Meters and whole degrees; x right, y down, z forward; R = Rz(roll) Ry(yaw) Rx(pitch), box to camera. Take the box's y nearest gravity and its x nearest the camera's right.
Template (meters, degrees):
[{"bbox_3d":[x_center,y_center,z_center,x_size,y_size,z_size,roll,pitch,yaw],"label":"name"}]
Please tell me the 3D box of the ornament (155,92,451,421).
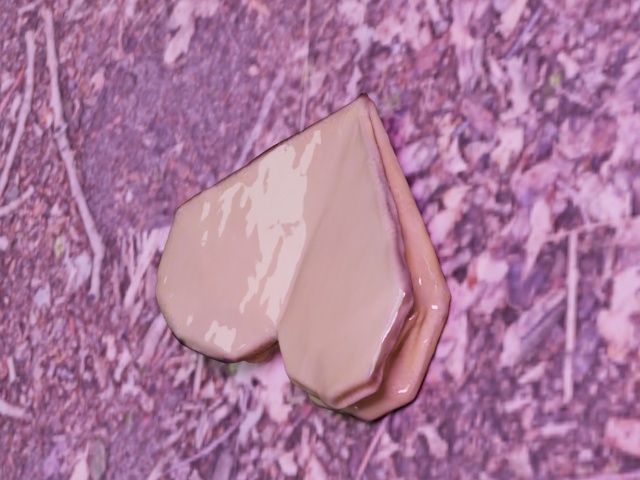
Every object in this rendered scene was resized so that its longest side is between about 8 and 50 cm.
[{"bbox_3d":[0.000,0.000,1.156,0.201,0.059,0.180,20,90,45],"label":"ornament"}]
